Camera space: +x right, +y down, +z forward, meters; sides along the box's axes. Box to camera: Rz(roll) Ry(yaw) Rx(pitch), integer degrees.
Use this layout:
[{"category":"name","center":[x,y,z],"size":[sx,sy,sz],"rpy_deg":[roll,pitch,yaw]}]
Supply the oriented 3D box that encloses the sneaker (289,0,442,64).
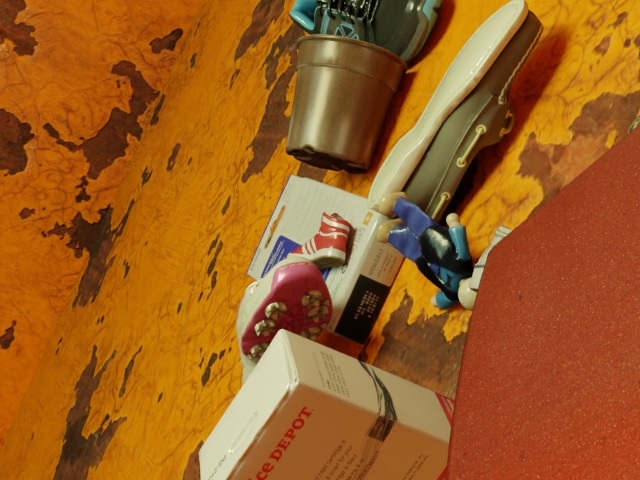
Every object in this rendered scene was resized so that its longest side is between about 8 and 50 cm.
[{"category":"sneaker","center":[0.062,-0.336,1.695],"size":[0.341,0.139,0.125],"rpy_deg":[4,69,65]}]

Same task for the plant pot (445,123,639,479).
[{"category":"plant pot","center":[0.238,0.080,0.668],"size":[0.267,0.267,0.236],"rpy_deg":[-45,36,40]}]

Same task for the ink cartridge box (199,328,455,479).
[{"category":"ink cartridge box","center":[0.023,0.213,1.082],"size":[0.172,0.237,0.100],"rpy_deg":[-57,24,19]}]

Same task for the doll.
[{"category":"doll","center":[0.132,0.021,1.246],"size":[0.189,0.046,0.129],"rpy_deg":[44,140,46]}]

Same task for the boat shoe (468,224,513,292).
[{"category":"boat shoe","center":[0.229,0.019,1.027],"size":[0.267,0.096,0.088],"rpy_deg":[174,114,-74]}]

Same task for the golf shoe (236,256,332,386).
[{"category":"golf shoe","center":[-0.063,0.092,1.413],"size":[0.306,0.115,0.140],"rpy_deg":[107,149,-55]}]

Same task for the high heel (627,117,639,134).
[{"category":"high heel","center":[0.292,-0.002,0.898],"size":[0.186,0.093,0.261],"rpy_deg":[-60,28,8]}]

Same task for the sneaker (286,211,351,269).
[{"category":"sneaker","center":[0.000,0.000,1.451],"size":[0.118,0.042,0.067],"rpy_deg":[-8,64,55]}]

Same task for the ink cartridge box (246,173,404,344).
[{"category":"ink cartridge box","center":[0.004,0.014,1.561],"size":[0.176,0.069,0.371],"rpy_deg":[-66,25,1]}]

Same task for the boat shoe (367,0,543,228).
[{"category":"boat shoe","center":[0.172,-0.142,1.316],"size":[0.305,0.091,0.109],"rpy_deg":[-55,12,21]}]

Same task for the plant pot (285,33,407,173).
[{"category":"plant pot","center":[0.026,-0.192,1.614],"size":[0.167,0.167,0.165],"rpy_deg":[-2,72,65]}]
